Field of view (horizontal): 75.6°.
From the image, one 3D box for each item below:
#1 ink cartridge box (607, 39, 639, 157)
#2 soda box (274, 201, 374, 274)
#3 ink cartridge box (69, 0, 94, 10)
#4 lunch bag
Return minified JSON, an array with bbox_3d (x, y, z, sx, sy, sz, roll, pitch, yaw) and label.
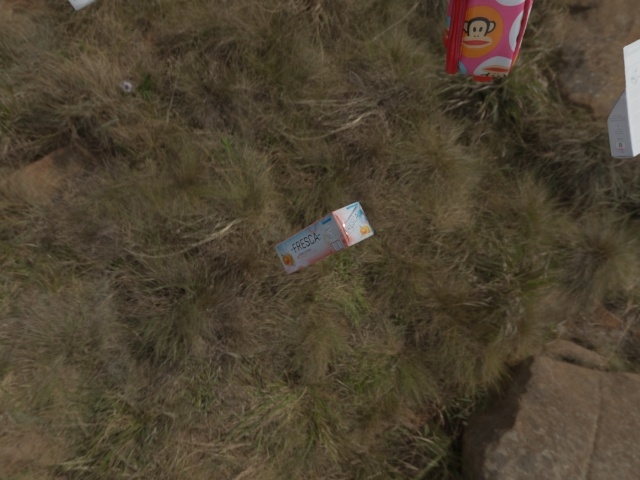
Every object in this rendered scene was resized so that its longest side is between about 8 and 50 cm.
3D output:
[{"bbox_3d":[0.703,-0.323,0.896,0.189,0.066,0.232,-29,108,-16],"label":"ink cartridge box"},{"bbox_3d":[0.000,0.000,0.678,0.063,0.183,0.058,-24,89,-39],"label":"soda box"},{"bbox_3d":[-0.275,-0.467,0.559,0.233,0.168,0.171,-21,130,12],"label":"ink cartridge box"},{"bbox_3d":[0.259,-0.375,0.622,0.120,0.258,0.293,8,42,18],"label":"lunch bag"}]
